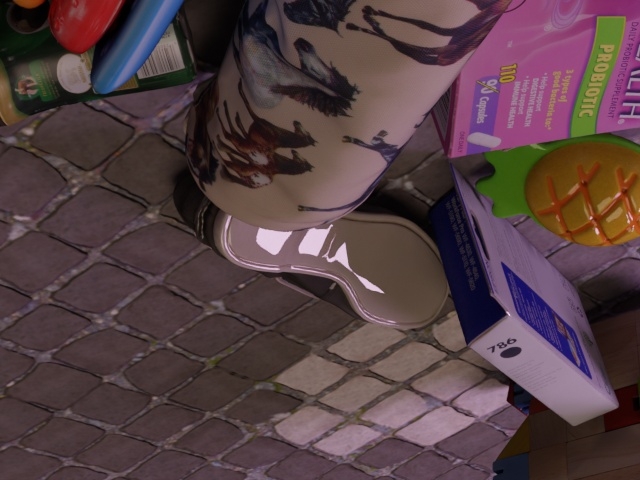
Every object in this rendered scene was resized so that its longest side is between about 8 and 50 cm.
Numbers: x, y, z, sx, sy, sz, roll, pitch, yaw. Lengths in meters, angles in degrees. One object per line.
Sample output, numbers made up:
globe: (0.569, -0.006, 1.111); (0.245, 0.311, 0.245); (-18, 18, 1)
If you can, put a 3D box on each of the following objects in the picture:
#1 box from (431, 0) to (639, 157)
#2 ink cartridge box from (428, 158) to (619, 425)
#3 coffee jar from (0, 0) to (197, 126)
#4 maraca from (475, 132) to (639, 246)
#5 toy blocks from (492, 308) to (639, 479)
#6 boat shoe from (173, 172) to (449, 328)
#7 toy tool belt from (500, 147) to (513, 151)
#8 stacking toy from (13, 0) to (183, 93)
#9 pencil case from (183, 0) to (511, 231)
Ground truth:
box: (0.209, -0.191, 1.074); (0.243, 0.117, 0.213); (-10, 145, -7)
ink cartridge box: (0.198, 0.062, 1.382); (0.065, 0.165, 0.333); (-27, 143, 19)
coffee jar: (-0.190, -0.144, 1.013); (0.184, 0.096, 0.079); (-13, 134, -1)
maraca: (0.245, -0.053, 1.302); (0.186, 0.099, 0.127); (11, 127, 2)
toy blocks: (0.317, 0.246, 1.542); (0.261, 0.381, 0.191); (-22, 137, 31)
boat shoe: (0.000, 0.000, 1.308); (0.335, 0.095, 0.112); (22, 96, -45)
toy tool belt: (0.177, -0.117, 1.224); (0.051, 0.052, 0.083); (9, 139, -43)
stacking toy: (-0.214, -0.235, 0.835); (0.302, 0.175, 0.166); (23, 135, -19)
pencil case: (0.010, -0.149, 0.960); (0.183, 0.160, 0.410); (37, 151, 2)
